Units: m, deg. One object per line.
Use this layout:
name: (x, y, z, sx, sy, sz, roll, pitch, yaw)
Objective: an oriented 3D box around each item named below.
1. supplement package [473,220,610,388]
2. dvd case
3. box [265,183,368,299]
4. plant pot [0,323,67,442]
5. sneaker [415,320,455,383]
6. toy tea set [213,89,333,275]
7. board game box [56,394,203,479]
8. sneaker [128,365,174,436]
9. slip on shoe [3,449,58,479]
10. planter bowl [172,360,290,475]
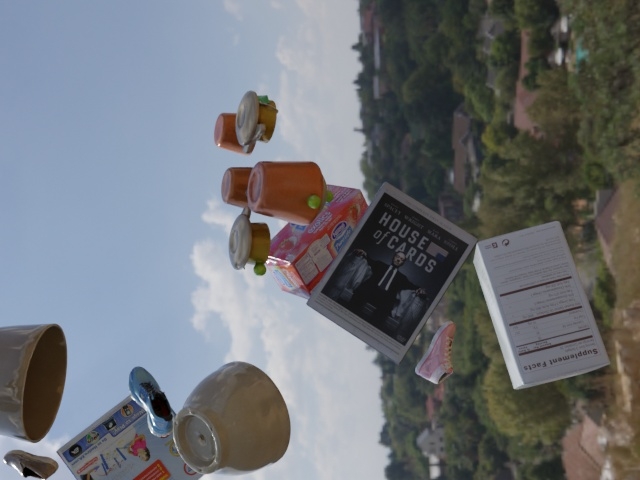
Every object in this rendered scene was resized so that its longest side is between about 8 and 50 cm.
supplement package: (0.266, 0.083, 0.875, 0.105, 0.105, 0.179, 59, -164, -73)
dvd case: (0.115, 0.051, 1.143, 0.238, 0.179, 0.029, -57, -4, -2)
box: (0.000, 0.000, 1.631, 0.257, 0.123, 0.128, -47, -51, -25)
plant pot: (-0.728, 0.296, 1.534, 0.256, 0.274, 0.256, -175, 90, -90)
sneaker: (0.262, 0.240, 1.488, 0.134, 0.070, 0.051, -58, -37, 1)
toy tea set: (-0.076, -0.113, 1.121, 0.200, 0.124, 0.335, -56, 37, 44)
board game box: (-0.500, 0.599, 1.946, 0.302, 0.308, 0.086, 50, 164, 10)
sneaker: (-0.345, 0.324, 1.478, 0.162, 0.063, 0.073, 51, 137, 25)
slip on shoe: (-0.609, 0.470, 1.472, 0.041, 0.136, 0.051, -64, -28, -47)
planter bowl: (-0.138, 0.266, 1.006, 0.109, 0.162, 0.161, -17, -73, -51)
